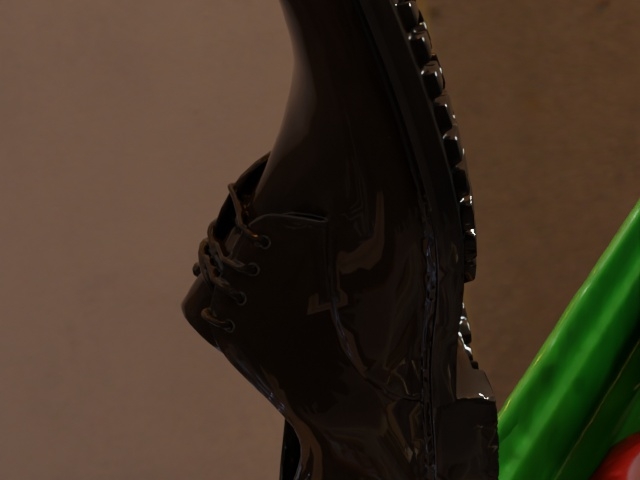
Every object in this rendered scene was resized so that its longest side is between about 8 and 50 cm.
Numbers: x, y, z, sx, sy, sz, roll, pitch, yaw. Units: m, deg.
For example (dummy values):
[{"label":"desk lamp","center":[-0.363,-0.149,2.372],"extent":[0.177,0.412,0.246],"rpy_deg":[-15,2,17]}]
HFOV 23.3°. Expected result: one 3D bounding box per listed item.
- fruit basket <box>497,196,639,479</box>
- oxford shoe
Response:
[{"label":"fruit basket","center":[0.256,0.059,0.727],"extent":[0.283,0.392,0.392],"rpy_deg":[23,-75,19]},{"label":"oxford shoe","center":[0.000,0.000,0.486],"extent":[0.096,0.083,0.227],"rpy_deg":[-8,-64,-1]}]
